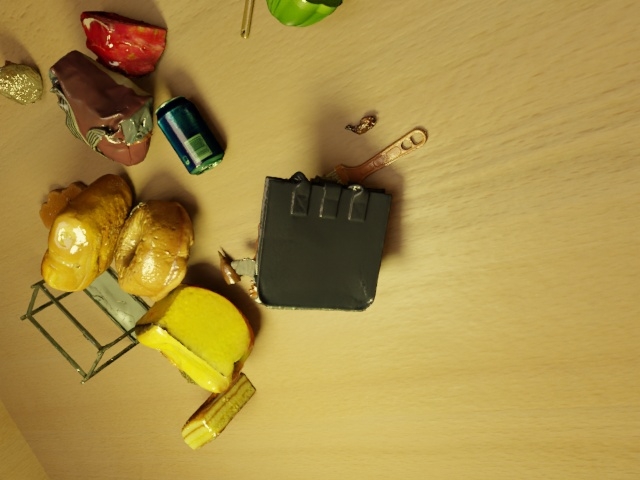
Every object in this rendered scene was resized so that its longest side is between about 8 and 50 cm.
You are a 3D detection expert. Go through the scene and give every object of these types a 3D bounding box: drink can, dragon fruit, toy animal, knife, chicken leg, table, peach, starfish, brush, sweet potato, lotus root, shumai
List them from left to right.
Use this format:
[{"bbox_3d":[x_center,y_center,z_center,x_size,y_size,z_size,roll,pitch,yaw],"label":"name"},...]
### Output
[{"bbox_3d":[-0.986,-0.521,1.658,0.116,0.145,0.145,42,130,36],"label":"shumai"},{"bbox_3d":[-0.835,0.273,1.841,0.335,0.272,0.222,43,126,5],"label":"table"},{"bbox_3d":[-0.562,-0.547,1.391,0.262,0.189,0.163,25,92,22],"label":"dragon fruit"},{"bbox_3d":[-0.360,-0.288,1.404,0.118,0.118,0.205,-27,96,36],"label":"drink can"},{"bbox_3d":[-0.470,0.498,1.870,0.208,0.053,0.176,38,146,8],"label":"starfish"},{"bbox_3d":[-0.397,0.292,1.627,0.380,0.242,0.306,30,146,3],"label":"peach"},{"bbox_3d":[-0.290,0.083,1.583,0.049,0.049,0.117,-28,91,36],"label":"sweet potato"},{"bbox_3d":[-0.170,-0.611,1.203,0.046,0.022,0.256,28,123,20],"label":"knife"},{"bbox_3d":[-0.097,0.087,1.457,0.284,0.225,0.302,31,140,-11],"label":"toy animal"},{"bbox_3d":[-0.054,-0.530,1.102,0.186,0.186,0.186,12,118,24],"label":"lotus root"},{"bbox_3d":[0.097,-0.271,1.213,0.083,0.021,0.036,-17,113,39],"label":"chicken leg"},{"bbox_3d":[0.126,-0.183,1.242,0.314,0.017,0.090,-29,99,35],"label":"brush"}]

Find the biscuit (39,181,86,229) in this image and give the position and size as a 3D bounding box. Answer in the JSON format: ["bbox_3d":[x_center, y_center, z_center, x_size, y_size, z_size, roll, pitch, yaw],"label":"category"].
[{"bbox_3d":[-0.915,-0.107,1.849,0.295,0.044,0.186,-8,105,31],"label":"biscuit"}]

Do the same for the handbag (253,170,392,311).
[{"bbox_3d":[0.000,0.000,1.239,0.303,0.122,0.329,4,104,-14],"label":"handbag"}]

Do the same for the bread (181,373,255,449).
[{"bbox_3d":[-0.353,0.576,1.736,0.110,0.234,0.184,48,128,-2],"label":"bread"}]

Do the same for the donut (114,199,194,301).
[{"bbox_3d":[-0.515,0.026,1.567,0.299,0.150,0.317,24,100,51],"label":"donut"}]

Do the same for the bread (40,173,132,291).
[{"bbox_3d":[-0.713,-0.021,1.608,0.148,0.337,0.328,29,123,-7],"label":"bread"}]

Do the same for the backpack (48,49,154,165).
[{"bbox_3d":[-0.602,-0.339,1.440,0.283,0.197,0.317,37,154,4],"label":"backpack"}]
